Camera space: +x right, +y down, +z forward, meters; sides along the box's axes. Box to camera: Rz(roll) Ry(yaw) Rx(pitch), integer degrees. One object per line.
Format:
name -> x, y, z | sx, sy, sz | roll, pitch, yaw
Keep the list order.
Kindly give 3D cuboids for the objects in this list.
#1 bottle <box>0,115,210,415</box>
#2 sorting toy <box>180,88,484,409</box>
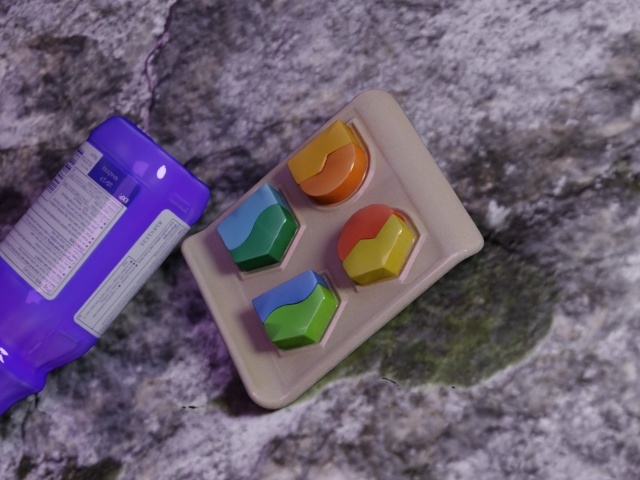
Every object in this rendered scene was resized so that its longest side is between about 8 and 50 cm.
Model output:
bottle -> -0.213, 0.036, 1.578 | 0.283, 0.092, 0.118 | -51, 43, -2
sorting toy -> 0.000, 0.000, 1.486 | 0.208, 0.038, 0.193 | -38, 48, 10
